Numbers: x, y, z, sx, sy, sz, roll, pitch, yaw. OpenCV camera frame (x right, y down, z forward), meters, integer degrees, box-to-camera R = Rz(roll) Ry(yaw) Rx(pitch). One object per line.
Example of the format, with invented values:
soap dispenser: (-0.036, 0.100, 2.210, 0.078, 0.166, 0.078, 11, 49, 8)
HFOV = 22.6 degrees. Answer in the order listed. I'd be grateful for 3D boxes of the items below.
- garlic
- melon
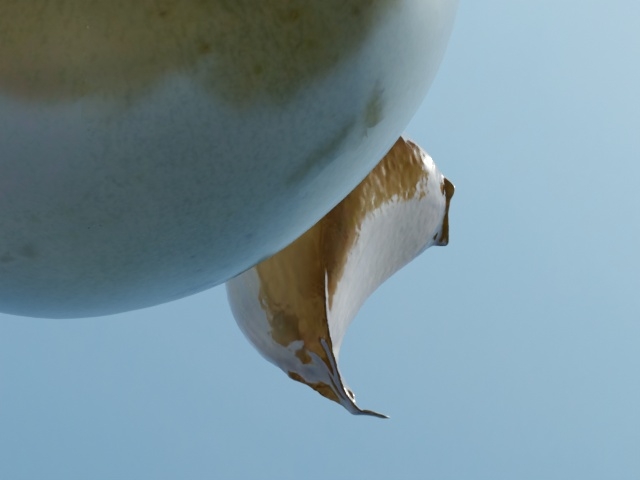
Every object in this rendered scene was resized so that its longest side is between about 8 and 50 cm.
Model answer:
garlic: (-0.005, 0.005, 0.964, 0.115, 0.128, 0.206, -10, -147, 30)
melon: (-0.091, -0.106, 0.568, 0.269, 0.268, 0.330, -16, -175, -10)
